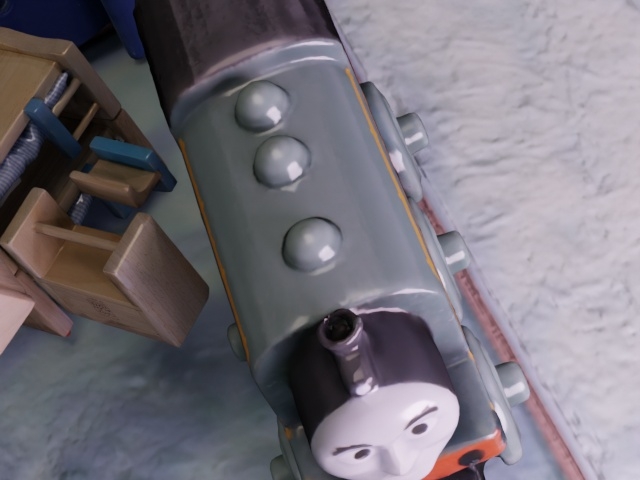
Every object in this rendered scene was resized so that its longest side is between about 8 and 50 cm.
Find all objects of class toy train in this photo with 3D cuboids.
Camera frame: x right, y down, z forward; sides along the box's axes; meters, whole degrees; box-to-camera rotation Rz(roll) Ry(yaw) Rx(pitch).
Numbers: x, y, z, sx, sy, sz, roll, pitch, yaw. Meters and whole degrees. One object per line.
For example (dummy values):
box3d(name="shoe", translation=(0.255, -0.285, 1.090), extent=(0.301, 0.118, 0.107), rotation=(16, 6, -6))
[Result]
box3d(name="toy train", translation=(0.000, 0.000, 0.806), extent=(0.142, 0.190, 0.334), rotation=(-22, 54, 5))

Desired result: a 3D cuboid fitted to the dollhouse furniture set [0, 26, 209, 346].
box3d(name="dollhouse furniture set", translation=(-0.122, -0.019, 0.888), extent=(0.183, 0.129, 0.129), rotation=(15, 65, 33))

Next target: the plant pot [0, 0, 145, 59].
box3d(name="plant pot", translation=(-0.206, -0.249, 1.020), extent=(0.212, 0.236, 0.236), rotation=(-4, 57, 10))

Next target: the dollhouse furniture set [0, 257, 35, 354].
box3d(name="dollhouse furniture set", translation=(-0.358, 0.048, 0.801), extent=(0.303, 0.198, 0.286), rotation=(-54, 50, 11))
